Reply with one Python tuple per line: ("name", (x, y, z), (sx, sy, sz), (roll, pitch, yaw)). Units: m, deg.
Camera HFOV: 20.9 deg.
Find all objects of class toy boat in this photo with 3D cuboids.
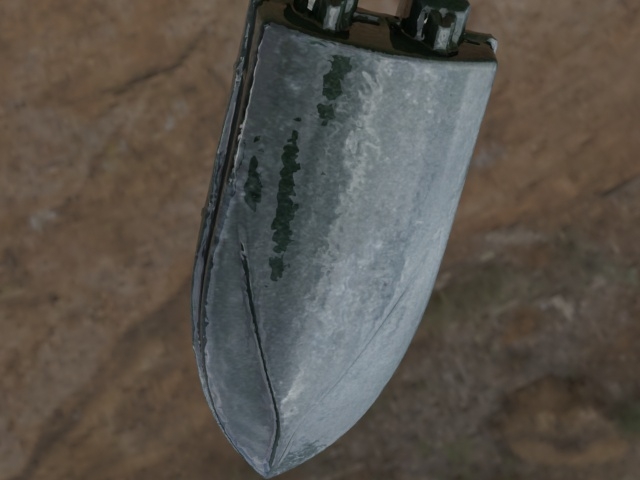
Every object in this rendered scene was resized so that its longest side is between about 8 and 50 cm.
("toy boat", (0.000, 0.000, 1.001), (0.141, 0.092, 0.319), (9, 113, -12))
